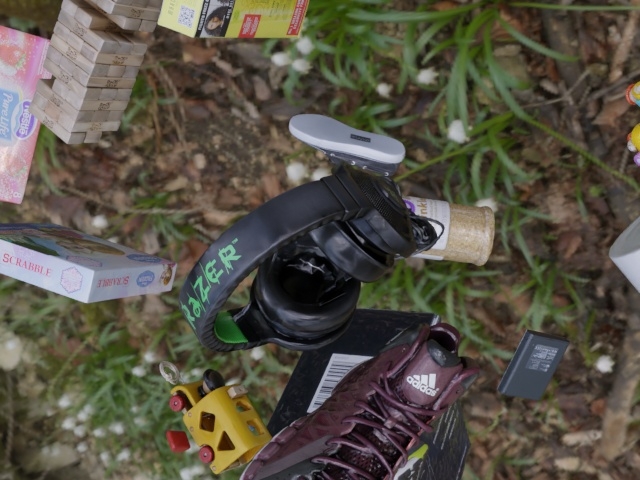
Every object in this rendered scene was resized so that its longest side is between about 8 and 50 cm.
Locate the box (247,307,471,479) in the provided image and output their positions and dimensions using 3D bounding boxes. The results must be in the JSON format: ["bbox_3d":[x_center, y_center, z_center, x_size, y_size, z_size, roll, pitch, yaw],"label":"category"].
[{"bbox_3d":[0.112,0.479,1.942,0.297,0.480,0.472,1,131,26],"label":"box"}]

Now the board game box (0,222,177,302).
[{"bbox_3d":[-0.497,0.036,1.737,0.318,0.318,0.066,17,96,16],"label":"board game box"}]

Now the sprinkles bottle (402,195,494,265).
[{"bbox_3d":[0.153,-0.030,1.713,0.121,0.355,0.121,-173,90,-85],"label":"sprinkles bottle"}]

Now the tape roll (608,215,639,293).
[{"bbox_3d":[0.583,-0.025,1.333,0.100,0.286,0.286,50,139,1],"label":"tape roll"}]

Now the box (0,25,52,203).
[{"bbox_3d":[-0.584,-0.227,1.590,0.154,0.142,0.300,9,86,65],"label":"box"}]

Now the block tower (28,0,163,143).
[{"bbox_3d":[-0.279,-0.297,1.161,0.097,0.091,0.335,37,115,21],"label":"block tower"}]

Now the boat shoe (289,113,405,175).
[{"bbox_3d":[0.047,-0.177,1.690,0.228,0.080,0.076,13,132,-3],"label":"boat shoe"}]

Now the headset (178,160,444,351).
[{"bbox_3d":[0.000,0.000,1.026,0.185,0.394,0.243,55,128,23],"label":"headset"}]

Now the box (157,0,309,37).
[{"bbox_3d":[-0.096,-0.294,1.074,0.058,0.232,0.087,27,112,22],"label":"box"}]

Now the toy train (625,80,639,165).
[{"bbox_3d":[0.460,-0.160,1.196,0.046,0.125,0.166,16,118,55],"label":"toy train"}]

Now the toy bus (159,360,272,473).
[{"bbox_3d":[-0.165,0.281,1.463,0.202,0.191,0.104,38,114,-25],"label":"toy bus"}]

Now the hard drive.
[{"bbox_3d":[0.402,0.237,1.661,0.135,0.094,0.022,-68,25,18],"label":"hard drive"}]

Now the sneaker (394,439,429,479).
[{"bbox_3d":[0.047,0.388,1.417,0.121,0.300,0.111,47,146,35],"label":"sneaker"}]

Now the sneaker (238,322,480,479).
[{"bbox_3d":[0.037,0.148,0.696,0.106,0.281,0.162,40,129,1],"label":"sneaker"}]
